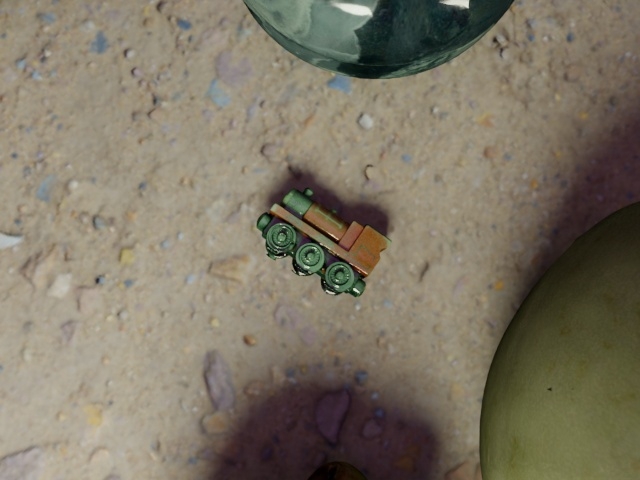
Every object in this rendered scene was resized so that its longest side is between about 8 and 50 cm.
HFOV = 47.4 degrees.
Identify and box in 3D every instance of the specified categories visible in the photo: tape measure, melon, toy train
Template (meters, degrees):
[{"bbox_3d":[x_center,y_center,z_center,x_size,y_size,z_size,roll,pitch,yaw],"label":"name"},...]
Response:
[{"bbox_3d":[0.045,-0.271,0.568,0.257,0.147,0.274,-7,82,-1],"label":"tape measure"},{"bbox_3d":[0.236,0.121,0.474,0.272,0.272,0.307,33,89,3],"label":"melon"},{"bbox_3d":[0.000,0.000,0.587,0.103,0.044,0.064,33,81,0],"label":"toy train"}]

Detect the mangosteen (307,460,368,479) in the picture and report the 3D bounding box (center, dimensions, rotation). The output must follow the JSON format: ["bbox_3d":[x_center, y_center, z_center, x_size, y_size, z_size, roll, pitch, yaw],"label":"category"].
[{"bbox_3d":[-0.001,0.258,0.490,0.215,0.215,0.257,43,53,4],"label":"mangosteen"}]
